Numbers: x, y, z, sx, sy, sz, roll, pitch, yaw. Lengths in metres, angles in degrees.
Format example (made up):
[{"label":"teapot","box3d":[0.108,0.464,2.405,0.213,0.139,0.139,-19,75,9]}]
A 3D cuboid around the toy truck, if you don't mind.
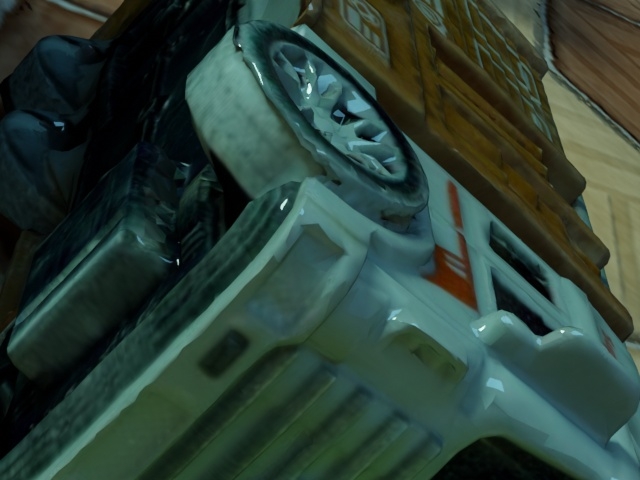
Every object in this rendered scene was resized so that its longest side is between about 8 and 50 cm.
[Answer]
[{"label":"toy truck","box3d":[0.000,0.000,0.470,0.162,0.136,0.305,38,21,-18]}]
